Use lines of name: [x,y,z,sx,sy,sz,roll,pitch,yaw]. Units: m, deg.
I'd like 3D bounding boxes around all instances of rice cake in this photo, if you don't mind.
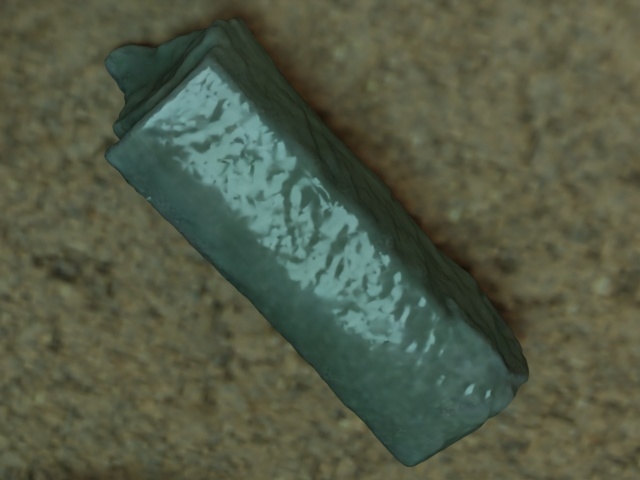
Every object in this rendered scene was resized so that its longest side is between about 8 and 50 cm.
rice cake: [0.000,0.000,0.552,0.069,0.063,0.206,-33,109,22]
